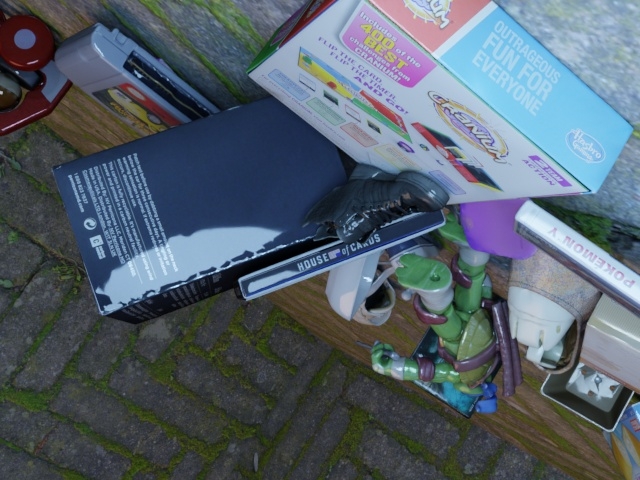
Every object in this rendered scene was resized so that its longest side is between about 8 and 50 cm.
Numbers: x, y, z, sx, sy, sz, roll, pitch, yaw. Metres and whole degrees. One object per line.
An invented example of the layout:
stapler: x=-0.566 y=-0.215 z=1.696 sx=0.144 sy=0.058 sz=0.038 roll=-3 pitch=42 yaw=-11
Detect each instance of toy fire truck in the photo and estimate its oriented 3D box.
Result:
toy fire truck: x=-0.628 y=-0.317 z=1.505 sx=0.302 sy=0.254 sz=0.169 roll=35 pitch=170 yaw=-8

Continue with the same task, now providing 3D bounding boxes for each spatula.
spatula: x=0.141 y=-0.046 z=0.985 sx=0.296 sy=0.030 sz=0.084 roll=27 pitch=139 yaw=53

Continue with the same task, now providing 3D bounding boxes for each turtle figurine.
turtle figurine: x=0.143 y=0.083 z=1.090 sx=0.266 sy=0.197 sz=0.275 roll=78 pitch=174 yaw=-46

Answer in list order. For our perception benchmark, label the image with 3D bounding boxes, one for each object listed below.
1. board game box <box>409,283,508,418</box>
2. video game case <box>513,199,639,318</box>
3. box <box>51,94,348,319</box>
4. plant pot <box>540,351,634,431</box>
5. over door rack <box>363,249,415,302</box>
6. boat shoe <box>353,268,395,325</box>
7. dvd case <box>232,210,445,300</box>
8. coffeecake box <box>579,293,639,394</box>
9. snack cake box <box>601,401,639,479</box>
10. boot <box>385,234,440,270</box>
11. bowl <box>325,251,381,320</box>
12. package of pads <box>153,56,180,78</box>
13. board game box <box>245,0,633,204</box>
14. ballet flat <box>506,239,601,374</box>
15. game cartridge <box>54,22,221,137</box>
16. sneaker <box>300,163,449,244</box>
board game box: x=0.223 y=0.162 z=1.267 sx=0.126 sy=0.186 sz=0.026 roll=32 pitch=167 yaw=7
video game case: x=0.259 y=0.031 z=0.758 sx=0.183 sy=0.023 sz=0.201 roll=36 pitch=-175 yaw=12
box: x=-0.141 y=-0.029 z=1.070 sx=0.343 sy=0.312 sz=0.179 roll=134 pitch=117 yaw=-79
plant pot: x=0.392 y=0.197 z=1.168 sx=0.109 sy=0.109 sz=0.096 roll=29 pitch=-178 yaw=24
over door rack: x=0.000 y=0.000 z=1.439 sx=0.239 sy=0.108 sz=0.324 roll=42 pitch=167 yaw=-34
boat shoe: x=0.107 y=0.119 z=1.675 sx=0.096 sy=0.098 sz=0.277 roll=29 pitch=167 yaw=29
dvd case: x=0.014 y=0.019 z=0.973 sx=0.179 sy=0.238 sz=0.030 roll=151 pitch=99 yaw=-81
coffeecake box: x=0.383 y=0.128 z=0.951 sx=0.142 sy=0.068 sz=0.185 roll=29 pitch=168 yaw=22
snack cake box: x=0.497 y=0.309 z=1.187 sx=0.264 sy=0.089 sz=0.152 roll=65 pitch=-176 yaw=-70
boot: x=0.125 y=-0.005 z=1.195 sx=0.086 sy=0.069 sz=0.190 roll=66 pitch=-172 yaw=7
bowl: x=0.052 y=0.034 z=1.229 sx=0.053 sy=0.142 sz=0.142 roll=18 pitch=-153 yaw=12
package of pads: x=-0.240 y=-0.246 z=1.259 sx=0.050 sy=0.032 sz=0.083 roll=21 pitch=165 yaw=36
board game box: x=0.080 y=-0.127 z=0.731 sx=0.242 sy=0.064 sz=0.316 roll=37 pitch=169 yaw=-16
ballet flat: x=0.282 y=0.094 z=1.005 sx=0.107 sy=0.106 sz=0.316 roll=23 pitch=165 yaw=32
game cartridge: x=-0.255 y=-0.208 z=1.246 sx=0.294 sy=0.060 sz=0.196 roll=37 pitch=166 yaw=-30
sneaker: x=0.052 y=-0.028 z=0.836 sx=0.051 sy=0.089 sz=0.170 roll=41 pitch=168 yaw=-33
